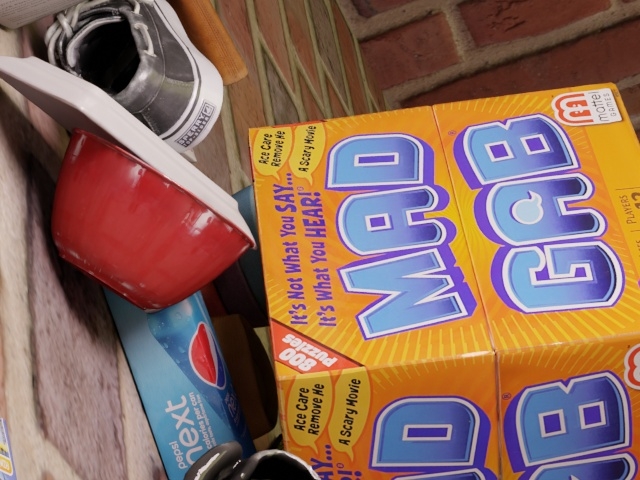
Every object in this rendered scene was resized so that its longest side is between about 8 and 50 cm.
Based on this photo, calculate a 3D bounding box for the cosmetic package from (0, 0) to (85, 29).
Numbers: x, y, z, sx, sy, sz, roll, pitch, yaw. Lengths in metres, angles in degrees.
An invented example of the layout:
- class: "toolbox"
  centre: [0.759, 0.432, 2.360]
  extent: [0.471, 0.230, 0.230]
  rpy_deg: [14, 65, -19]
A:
- class: "cosmetic package"
  centre: [-0.267, -0.306, 1.499]
  extent: [0.365, 0.155, 0.197]
  rpy_deg: [20, 51, -77]

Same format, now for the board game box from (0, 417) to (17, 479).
- class: "board game box"
  centre: [-0.234, 0.153, 1.152]
  extent: [0.201, 0.035, 0.136]
  rpy_deg: [49, 24, -65]

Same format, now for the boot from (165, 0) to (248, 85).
- class: "boot"
  centre: [-0.190, -0.304, 1.892]
  extent: [0.264, 0.096, 0.280]
  rpy_deg: [31, -21, 42]

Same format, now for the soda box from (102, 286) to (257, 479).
- class: "soda box"
  centre: [-0.128, 0.110, 1.717]
  extent: [0.067, 0.071, 0.210]
  rpy_deg: [-27, 98, -81]

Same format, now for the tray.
- class: "tray"
  centre: [-0.163, -0.081, 1.627]
  extent: [0.145, 0.030, 0.270]
  rpy_deg: [25, -10, 39]

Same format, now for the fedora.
- class: "fedora"
  centre: [-0.091, 0.136, 1.851]
  extent: [0.194, 0.079, 0.194]
  rpy_deg: [-20, 90, -81]

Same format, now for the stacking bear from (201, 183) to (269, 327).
- class: "stacking bear"
  centre: [0.000, 0.000, 1.988]
  extent: [0.164, 0.289, 0.175]
  rpy_deg: [-95, 163, -54]

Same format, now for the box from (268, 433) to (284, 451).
- class: "box"
  centre: [-0.010, 0.310, 2.068]
  extent: [0.184, 0.045, 0.190]
  rpy_deg: [-45, 116, -82]

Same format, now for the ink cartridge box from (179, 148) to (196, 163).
- class: "ink cartridge box"
  centre: [-0.180, -0.141, 1.951]
  extent: [0.099, 0.056, 0.135]
  rpy_deg: [38, 34, -74]

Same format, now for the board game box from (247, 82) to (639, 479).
- class: "board game box"
  centre: [0.137, 0.116, 1.772]
  extent: [0.356, 0.356, 0.356]
  rpy_deg: [-99, -178, -51]

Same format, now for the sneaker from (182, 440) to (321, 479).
- class: "sneaker"
  centre: [-0.060, 0.232, 1.197]
  extent: [0.169, 0.257, 0.447]
  rpy_deg: [40, 13, -2]

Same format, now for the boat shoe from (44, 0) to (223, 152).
- class: "boat shoe"
  centre: [-0.191, -0.174, 1.720]
  extent: [0.105, 0.113, 0.306]
  rpy_deg: [28, 15, -34]

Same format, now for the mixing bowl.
- class: "mixing bowl"
  centre: [-0.157, -0.005, 1.600]
  extent: [0.181, 0.098, 0.181]
  rpy_deg: [33, -6, 4]
